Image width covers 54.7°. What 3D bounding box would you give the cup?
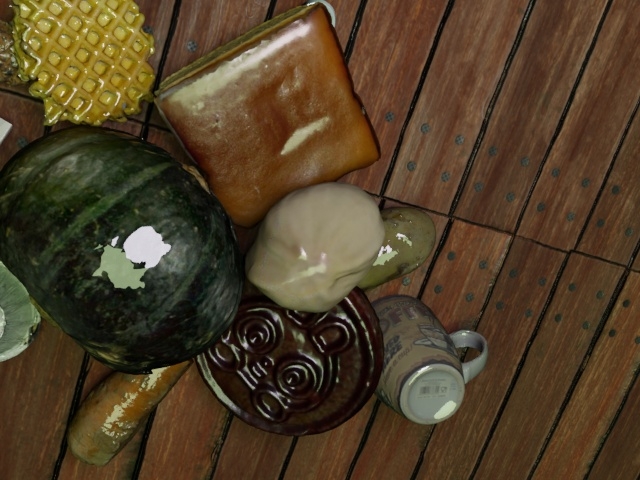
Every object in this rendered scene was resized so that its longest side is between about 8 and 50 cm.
[{"bbox_3d":[0.235,0.267,1.331,0.301,0.257,0.227,-7,111,-12],"label":"cup"}]

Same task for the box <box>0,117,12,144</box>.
[{"bbox_3d":[-0.664,-0.213,1.086,0.198,0.029,0.109,32,72,-20],"label":"box"}]

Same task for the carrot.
[{"bbox_3d":[-0.404,0.328,1.286,0.138,0.139,0.302,40,88,-20],"label":"carrot"}]

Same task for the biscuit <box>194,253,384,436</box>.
[{"bbox_3d":[-0.075,0.214,1.245,0.407,0.091,0.407,4,105,16],"label":"biscuit"}]

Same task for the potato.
[{"bbox_3d":[0.115,0.018,1.276,0.262,0.165,0.165,-27,111,5],"label":"potato"}]

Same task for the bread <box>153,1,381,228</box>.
[{"bbox_3d":[-0.085,-0.220,1.136,0.333,0.143,0.323,-30,125,0],"label":"bread"}]

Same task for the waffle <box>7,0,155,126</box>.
[{"bbox_3d":[-0.399,-0.320,1.069,0.254,0.052,0.245,-21,113,-40],"label":"waffle"}]

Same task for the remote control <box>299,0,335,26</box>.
[{"bbox_3d":[-0.060,-0.344,1.185,0.097,0.045,0.256,31,101,-27],"label":"remote control"}]

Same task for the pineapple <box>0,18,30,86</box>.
[{"bbox_3d":[-0.603,-0.344,1.045,0.237,0.119,0.111,15,148,-12],"label":"pineapple"}]

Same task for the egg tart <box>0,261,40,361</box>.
[{"bbox_3d":[-0.661,0.138,1.187,0.234,0.094,0.234,-3,107,-9],"label":"egg tart"}]

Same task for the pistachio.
[{"bbox_3d":[0.000,0.000,1.089,0.226,0.332,0.208,-3,116,32],"label":"pistachio"}]

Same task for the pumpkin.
[{"bbox_3d":[-0.324,0.007,1.034,0.344,0.454,0.454,-43,112,-16],"label":"pumpkin"}]
